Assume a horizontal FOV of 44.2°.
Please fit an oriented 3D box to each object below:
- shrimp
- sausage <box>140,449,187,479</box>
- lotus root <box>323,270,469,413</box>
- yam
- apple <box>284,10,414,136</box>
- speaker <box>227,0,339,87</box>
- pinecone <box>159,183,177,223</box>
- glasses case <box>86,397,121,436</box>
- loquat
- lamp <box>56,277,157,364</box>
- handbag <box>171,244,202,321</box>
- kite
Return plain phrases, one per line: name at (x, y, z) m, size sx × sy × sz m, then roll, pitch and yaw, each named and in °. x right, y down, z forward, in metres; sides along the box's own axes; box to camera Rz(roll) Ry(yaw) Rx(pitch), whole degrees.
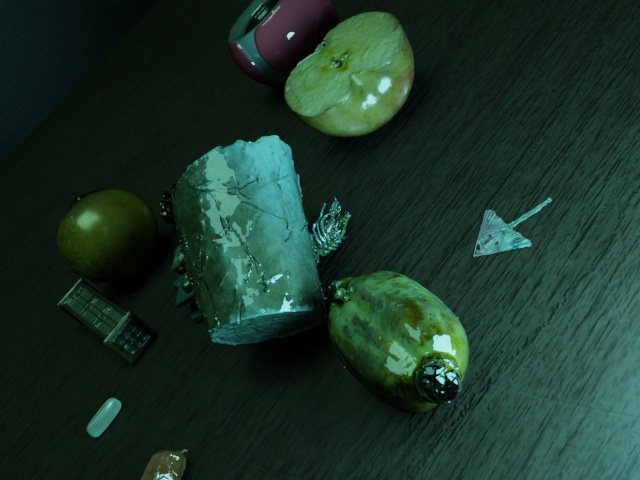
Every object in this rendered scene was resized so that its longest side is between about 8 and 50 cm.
shrimp at (-0.004, 0.000, 1.489) m, size 0.076 × 0.082 × 0.174 m, roll 9°, pitch 65°, yaw 44°
sausage at (-0.267, 0.413, 1.290) m, size 0.065 × 0.065 × 0.169 m, roll -15°, pitch 43°, yaw 34°
lotus root at (0.112, 0.151, 1.136) m, size 0.173 × 0.173 × 0.309 m, roll -43°, pitch 33°, yaw -3°
yam at (-0.124, 0.007, 1.395) m, size 0.241 × 0.241 × 0.348 m, roll -26°, pitch 63°, yaw 21°
apple at (0.080, -0.335, 1.707) m, size 0.293 × 0.163 × 0.251 m, roll -40°, pitch 40°, yaw 2°
speaker at (-0.101, -0.535, 2.034) m, size 0.294 × 0.294 × 0.294 m, roll -26°, pitch 36°, yaw 21°
pinecone at (-0.342, -0.082, 1.916) m, size 0.109 × 0.102 × 0.102 m, roll -54°, pitch 13°, yaw 52°
glasses case at (-0.425, 0.347, 1.547) m, size 0.021 × 0.032 × 0.083 m, roll 9°, pitch 58°, yaw 53°
loquat at (-0.503, -0.010, 1.863) m, size 0.235 × 0.235 × 0.235 m, roll -26°, pitch 36°, yaw 21°
lamp at (-0.482, 0.174, 1.756) m, size 0.090 × 0.089 × 0.325 m, roll -51°, pitch 34°, yaw -14°
handbag at (-0.192, 0.003, 1.652) m, size 0.274 × 0.100 × 0.268 m, roll -29°, pitch 36°, yaw 16°
kite at (0.305, -0.025, 1.277) m, size 0.153 × 0.005 × 0.137 m, roll -39°, pitch 34°, yaw 0°
